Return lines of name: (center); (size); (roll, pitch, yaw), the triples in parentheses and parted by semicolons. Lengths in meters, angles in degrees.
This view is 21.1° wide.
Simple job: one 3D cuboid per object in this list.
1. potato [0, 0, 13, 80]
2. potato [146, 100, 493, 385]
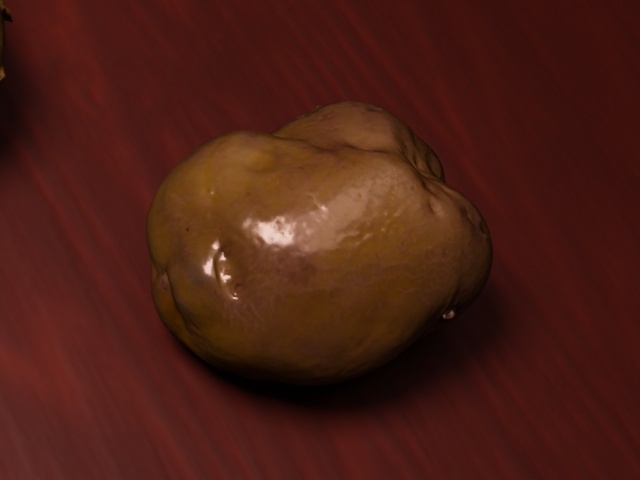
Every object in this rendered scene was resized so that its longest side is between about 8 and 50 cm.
potato: (-0.330, -0.138, 0.961); (0.307, 0.173, 0.210); (-5, 63, -22)
potato: (-0.001, 0.003, 1.004); (0.200, 0.137, 0.154); (-17, 36, -25)
